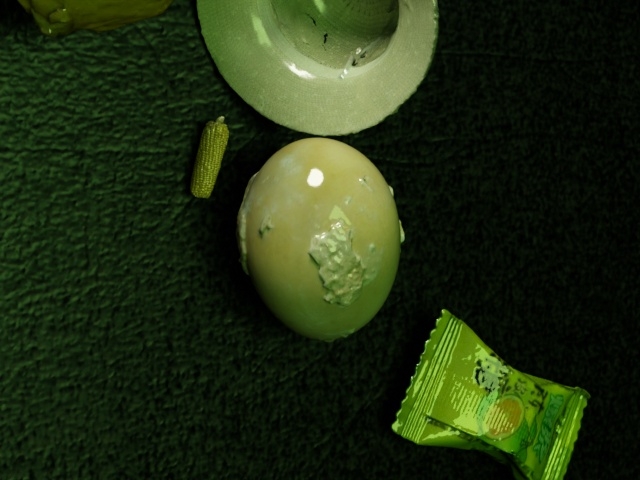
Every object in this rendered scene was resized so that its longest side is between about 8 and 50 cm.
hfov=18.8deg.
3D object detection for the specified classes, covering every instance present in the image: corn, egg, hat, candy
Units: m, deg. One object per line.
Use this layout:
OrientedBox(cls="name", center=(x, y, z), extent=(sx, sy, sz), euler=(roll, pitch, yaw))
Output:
OrientedBox(cls="corn", center=(-0.109, -0.082, 1.899), extent=(0.027, 0.028, 0.083), euler=(16, 89, -12))
OrientedBox(cls="egg", center=(-0.001, -0.001, 1.890), extent=(0.164, 0.164, 0.201), euler=(-15, 108, -27))
OrientedBox(cls="hat", center=(0.020, -0.240, 1.884), extent=(0.130, 0.257, 0.257), euler=(-41, 114, -54))
OrientedBox(cls="candy", center=(0.189, 0.186, 2.051), extent=(0.246, 0.069, 0.149), euler=(29, 77, -28))

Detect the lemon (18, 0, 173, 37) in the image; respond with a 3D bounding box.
OrientedBox(cls="lemon", center=(-0.191, -0.324, 1.715), extent=(0.253, 0.253, 0.310), euler=(30, 76, -26))
